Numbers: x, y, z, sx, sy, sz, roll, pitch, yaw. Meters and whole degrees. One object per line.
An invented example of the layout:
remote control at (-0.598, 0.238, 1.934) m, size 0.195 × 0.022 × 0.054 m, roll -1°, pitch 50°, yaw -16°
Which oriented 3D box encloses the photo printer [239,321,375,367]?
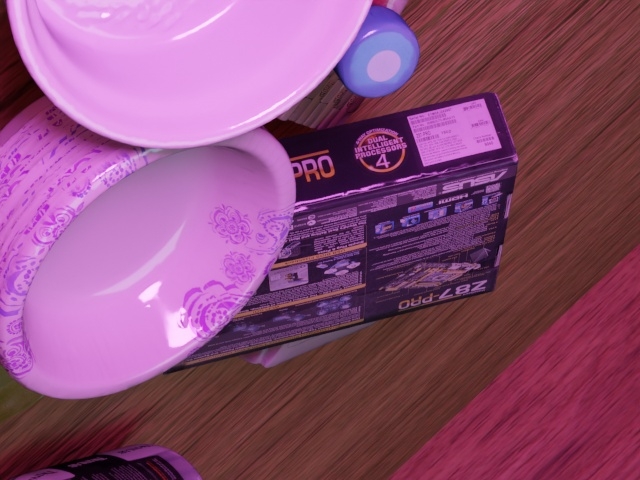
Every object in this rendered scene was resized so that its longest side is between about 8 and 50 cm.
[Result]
photo printer at (0.039, 0.016, 2.142) m, size 0.307 × 0.107 × 0.256 m, roll -19°, pitch 147°, yaw -52°

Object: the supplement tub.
supplement tub at (-0.283, 0.358, 2.050) m, size 0.193 × 0.193 × 0.316 m, roll -53°, pitch 159°, yaw 21°

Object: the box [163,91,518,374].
box at (0.000, 0.000, 1.815) m, size 0.395 × 0.097 × 0.318 m, roll -14°, pitch 152°, yaw -5°

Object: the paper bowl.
paper bowl at (-0.171, -0.020, 1.406) m, size 0.284 × 0.148 × 0.284 m, roll -28°, pitch 145°, yaw -23°

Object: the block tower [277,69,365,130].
block tower at (-0.048, -0.176, 1.619) m, size 0.091 × 0.097 × 0.335 m, roll -50°, pitch 161°, yaw 14°

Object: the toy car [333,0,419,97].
toy car at (-0.029, -0.266, 1.404) m, size 0.238 × 0.219 × 0.210 m, roll 15°, pitch 118°, yaw -33°

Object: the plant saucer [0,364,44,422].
plant saucer at (-0.291, 0.106, 1.740) m, size 0.241 × 0.037 × 0.241 m, roll -38°, pitch 167°, yaw -11°

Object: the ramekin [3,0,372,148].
ramekin at (-0.105, -0.216, 1.228) m, size 0.277 × 0.135 × 0.277 m, roll -14°, pitch 126°, yaw -20°
